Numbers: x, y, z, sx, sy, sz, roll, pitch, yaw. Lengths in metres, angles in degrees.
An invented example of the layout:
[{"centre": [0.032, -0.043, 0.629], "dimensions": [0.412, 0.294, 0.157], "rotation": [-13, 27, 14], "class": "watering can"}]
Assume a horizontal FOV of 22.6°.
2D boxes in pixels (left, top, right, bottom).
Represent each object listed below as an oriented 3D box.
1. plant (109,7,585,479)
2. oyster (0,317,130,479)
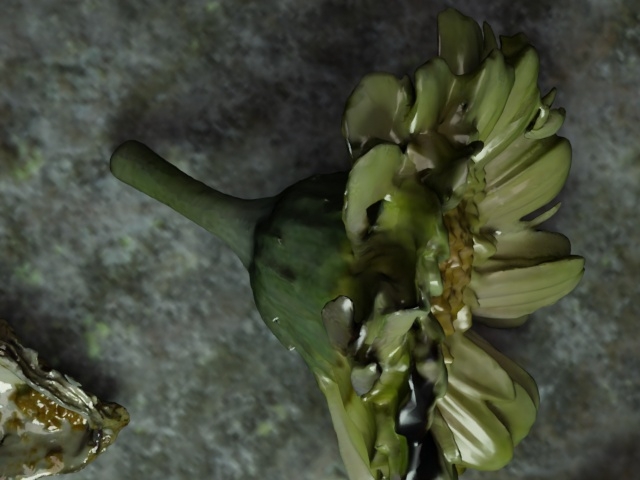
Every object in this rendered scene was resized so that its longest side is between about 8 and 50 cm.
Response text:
[{"centre": [0.021, 0.016, 0.878], "dimensions": [0.297, 0.261, 0.306], "rotation": [21, 99, -8], "class": "plant"}, {"centre": [-0.203, 0.095, 0.956], "dimensions": [0.177, 0.056, 0.105], "rotation": [2, 103, -6], "class": "oyster"}]
